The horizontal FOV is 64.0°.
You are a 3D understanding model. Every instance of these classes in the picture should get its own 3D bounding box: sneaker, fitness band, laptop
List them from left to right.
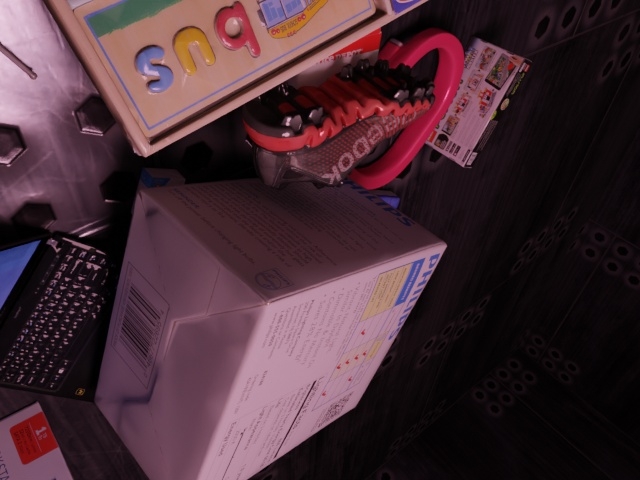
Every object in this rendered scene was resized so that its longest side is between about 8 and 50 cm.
[{"bbox_3d":[-0.326,0.124,0.598,0.264,0.136,0.234,27,104,-38],"label":"laptop"},{"bbox_3d":[0.027,-0.138,0.634,0.276,0.097,0.135,-24,145,-30],"label":"sneaker"},{"bbox_3d":[0.129,-0.217,0.862,0.290,0.054,0.209,-54,150,11],"label":"fitness band"}]

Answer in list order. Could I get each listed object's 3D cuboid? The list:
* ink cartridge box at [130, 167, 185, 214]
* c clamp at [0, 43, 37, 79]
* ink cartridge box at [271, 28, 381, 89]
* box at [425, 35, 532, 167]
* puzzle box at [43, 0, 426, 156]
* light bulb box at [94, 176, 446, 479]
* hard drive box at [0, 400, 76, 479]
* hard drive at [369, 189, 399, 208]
[{"bbox_3d":[-0.211,-0.050,0.657,0.048,0.028,0.083,-3,127,-47],"label":"ink cartridge box"},{"bbox_3d":[-0.344,-0.137,0.417,0.161,0.022,0.137,-41,146,-9],"label":"c clamp"},{"bbox_3d":[-0.001,-0.214,0.682,0.134,0.078,0.230,-25,141,-30],"label":"ink cartridge box"},{"bbox_3d":[0.277,-0.251,0.935,0.036,0.114,0.206,-5,129,-47],"label":"box"},{"bbox_3d":[-0.060,-0.292,0.478,0.409,0.052,0.272,-36,126,-18],"label":"puzzle box"},{"bbox_3d":[-0.067,0.112,0.712,0.361,0.225,0.357,-13,134,-50],"label":"light bulb box"},{"bbox_3d":[-0.449,0.355,0.666,0.232,0.181,0.089,-26,140,-32],"label":"hard drive box"},{"bbox_3d":[0.000,0.000,0.943,0.319,0.040,0.210,-3,127,-48],"label":"hard drive"}]
